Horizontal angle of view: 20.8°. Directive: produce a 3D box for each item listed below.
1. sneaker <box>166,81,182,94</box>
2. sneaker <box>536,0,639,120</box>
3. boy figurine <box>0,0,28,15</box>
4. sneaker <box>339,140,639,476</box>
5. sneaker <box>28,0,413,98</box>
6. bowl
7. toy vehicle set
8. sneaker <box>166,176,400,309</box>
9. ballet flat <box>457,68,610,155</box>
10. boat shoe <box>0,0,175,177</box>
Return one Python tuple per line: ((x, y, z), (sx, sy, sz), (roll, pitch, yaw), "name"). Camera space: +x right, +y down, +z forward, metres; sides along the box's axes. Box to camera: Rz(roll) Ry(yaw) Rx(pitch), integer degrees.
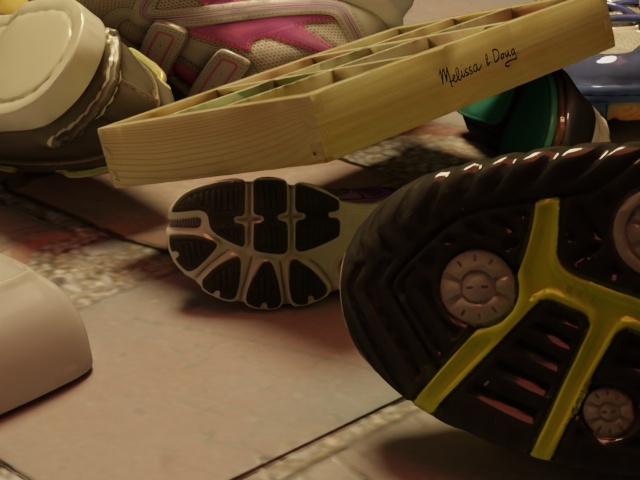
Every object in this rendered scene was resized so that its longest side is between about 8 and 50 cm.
((-0.150, -0.179, 1.318), (0.286, 0.109, 0.130), (27, 26, 34), "sneaker")
((0.196, -0.176, 1.242), (0.112, 0.131, 0.296), (3, 24, 3), "sneaker")
((-0.275, -0.203, 1.259), (0.285, 0.177, 0.092), (28, 64, 33), "boy figurine")
((0.200, 0.028, 0.777), (0.385, 0.145, 0.147), (0, -2, 0), "sneaker")
((-0.067, -0.133, 1.133), (0.252, 0.111, 0.103), (6, -14, -3), "sneaker")
((-0.195, 0.039, 0.822), (0.142, 0.053, 0.142), (17, 27, 40), "bowl")
((0.026, -0.088, 0.984), (0.166, 0.035, 0.267), (-4, 14, 43), "toy vehicle set")
((0.000, 0.000, 0.924), (0.170, 0.068, 0.071), (2, 5, -16), "sneaker")
((0.140, -0.074, 1.074), (0.074, 0.074, 0.203), (-4, 17, -10), "ballet flat")
((-0.197, -0.094, 1.098), (0.091, 0.109, 0.305), (34, -13, -33), "boat shoe")
